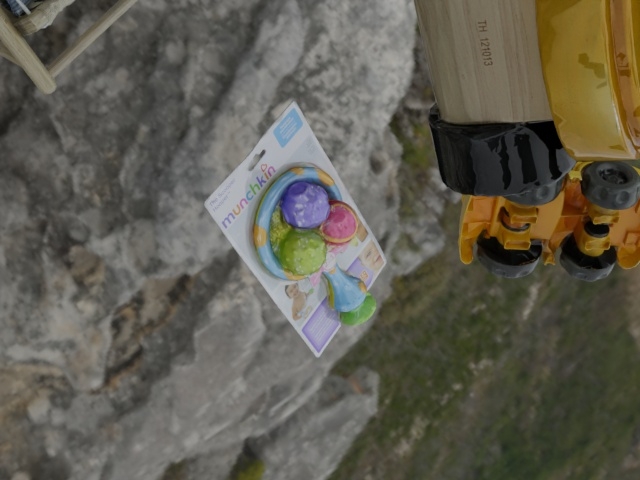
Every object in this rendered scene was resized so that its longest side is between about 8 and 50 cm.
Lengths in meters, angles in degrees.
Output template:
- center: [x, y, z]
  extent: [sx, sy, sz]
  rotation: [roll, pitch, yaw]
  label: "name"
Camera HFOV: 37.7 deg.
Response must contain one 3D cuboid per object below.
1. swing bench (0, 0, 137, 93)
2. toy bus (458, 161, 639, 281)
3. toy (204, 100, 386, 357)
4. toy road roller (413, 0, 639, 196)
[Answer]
- center: [-0.285, -0.337, 0.937]
  extent: [0.253, 0.165, 0.254]
  rotation: [-50, 151, -20]
  label: "swing bench"
- center: [0.275, -0.071, 1.134]
  extent: [0.220, 0.211, 0.149]
  rotation: [4, 132, 0]
  label: "toy bus"
- center: [0.000, 0.000, 0.909]
  extent: [0.137, 0.056, 0.237]
  rotation: [-52, 136, -22]
  label: "toy"
- center: [0.207, -0.172, 0.605]
  extent: [0.329, 0.241, 0.202]
  rotation: [-48, 131, -46]
  label: "toy road roller"
